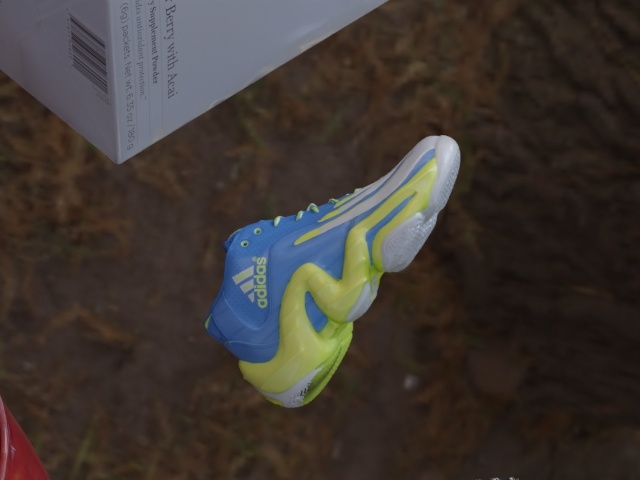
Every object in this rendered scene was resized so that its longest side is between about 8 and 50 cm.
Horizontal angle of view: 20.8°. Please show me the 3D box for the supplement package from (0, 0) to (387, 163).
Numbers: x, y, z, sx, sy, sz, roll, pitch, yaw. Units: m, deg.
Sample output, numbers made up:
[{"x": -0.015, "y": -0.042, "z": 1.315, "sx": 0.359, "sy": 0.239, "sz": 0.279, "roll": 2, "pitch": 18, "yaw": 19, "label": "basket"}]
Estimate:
[{"x": -0.099, "y": -0.228, "z": 1.325, "sx": 0.293, "sy": 0.175, "sz": 0.177, "roll": -35, "pitch": 147, "yaw": -30, "label": "supplement package"}]

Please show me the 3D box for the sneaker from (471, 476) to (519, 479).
[{"x": 0.018, "y": 0.204, "z": 0.951, "sx": 0.237, "sy": 0.086, "sz": 0.085, "roll": -34, "pitch": 155, "yaw": 15, "label": "sneaker"}]

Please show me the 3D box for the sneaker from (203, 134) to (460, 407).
[{"x": 0.000, "y": 0.000, "z": 1.309, "sx": 0.240, "sy": 0.126, "sz": 0.091, "roll": -55, "pitch": 170, "yaw": -9, "label": "sneaker"}]

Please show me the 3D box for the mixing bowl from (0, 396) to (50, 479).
[{"x": -0.157, "y": 0.142, "z": 0.665, "sx": 0.098, "sy": 0.181, "sz": 0.181, "roll": 46, "pitch": 65, "yaw": -36, "label": "mixing bowl"}]
